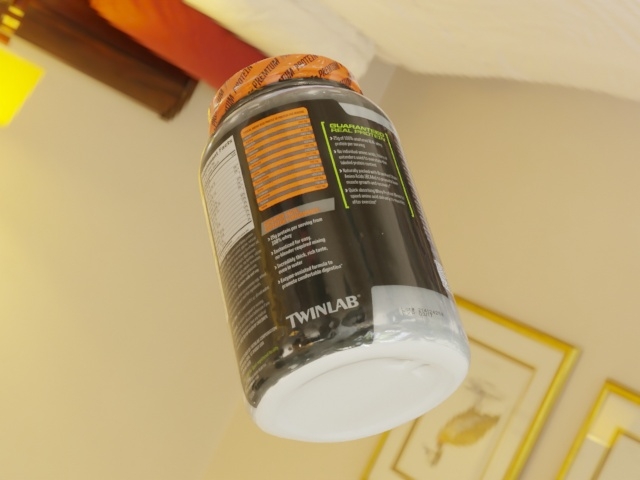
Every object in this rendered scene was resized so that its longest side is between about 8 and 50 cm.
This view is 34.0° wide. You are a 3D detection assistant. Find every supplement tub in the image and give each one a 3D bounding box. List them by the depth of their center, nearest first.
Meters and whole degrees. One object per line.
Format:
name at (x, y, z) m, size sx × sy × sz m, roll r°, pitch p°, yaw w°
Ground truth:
supplement tub at (0.000, 0.000, 0.557) m, size 0.117 × 0.117 × 0.190 m, roll 27°, pitch -141°, yaw -46°
